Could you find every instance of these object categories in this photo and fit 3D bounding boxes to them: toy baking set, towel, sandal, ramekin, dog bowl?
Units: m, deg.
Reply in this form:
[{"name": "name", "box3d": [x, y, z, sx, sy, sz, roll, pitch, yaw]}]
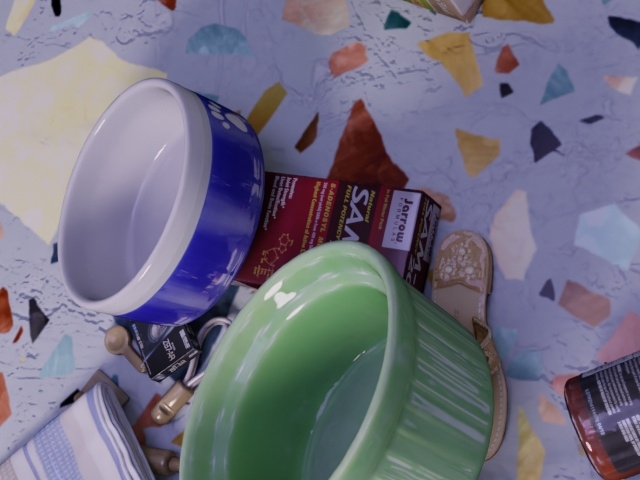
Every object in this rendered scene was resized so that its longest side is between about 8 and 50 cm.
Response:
[{"name": "toy baking set", "box3d": [-0.179, 0.176, 1.205, 0.256, 0.030, 0.196, 9, 82, 25]}, {"name": "towel", "box3d": [-0.304, 0.321, 1.207, 0.285, 0.034, 0.209, -39, 65, 21]}, {"name": "sandal", "box3d": [0.137, 0.103, 1.054, 0.088, 0.079, 0.240, -5, 77, 23]}, {"name": "ramekin", "box3d": [0.016, 0.165, 0.964, 0.303, 0.148, 0.303, -39, 34, 32]}, {"name": "dog bowl", "box3d": [-0.182, -0.040, 1.157, 0.265, 0.104, 0.264, -24, 56, 43]}]

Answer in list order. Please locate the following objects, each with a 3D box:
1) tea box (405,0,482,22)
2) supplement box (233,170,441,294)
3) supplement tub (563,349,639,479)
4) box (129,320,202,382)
[{"name": "tea box", "box3d": [0.073, -0.465, 1.128, 0.323, 0.220, 0.329, 28, 92, 27]}, {"name": "supplement box", "box3d": [0.000, 0.000, 1.141, 0.239, 0.073, 0.130, 8, 81, 24]}, {"name": "supplement tub", "box3d": [0.332, 0.141, 0.945, 0.198, 0.106, 0.106, -24, 70, 17]}, {"name": "box", "box3d": [-0.180, 0.112, 1.202, 0.067, 0.018, 0.083, -35, 57, 14]}]
